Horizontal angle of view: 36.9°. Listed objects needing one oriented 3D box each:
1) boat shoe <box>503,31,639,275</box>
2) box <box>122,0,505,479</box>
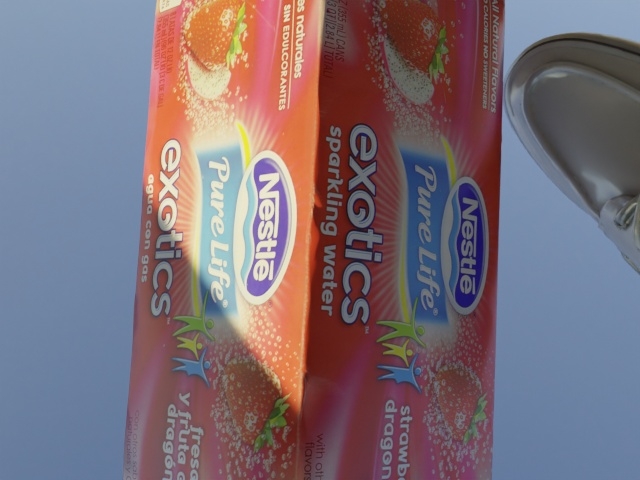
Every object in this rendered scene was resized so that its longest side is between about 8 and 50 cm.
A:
[{"bbox_3d":[0.193,-0.010,0.486,0.267,0.096,0.088,48,-151,13],"label":"boat shoe"},{"bbox_3d":[0.000,0.000,0.448,0.128,0.256,0.123,10,171,-43],"label":"box"}]
